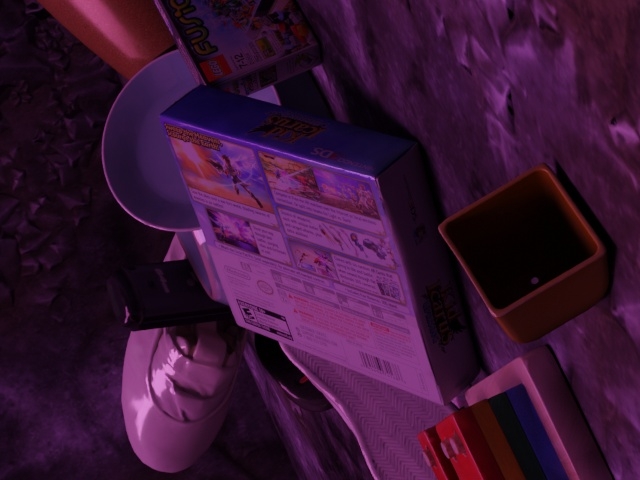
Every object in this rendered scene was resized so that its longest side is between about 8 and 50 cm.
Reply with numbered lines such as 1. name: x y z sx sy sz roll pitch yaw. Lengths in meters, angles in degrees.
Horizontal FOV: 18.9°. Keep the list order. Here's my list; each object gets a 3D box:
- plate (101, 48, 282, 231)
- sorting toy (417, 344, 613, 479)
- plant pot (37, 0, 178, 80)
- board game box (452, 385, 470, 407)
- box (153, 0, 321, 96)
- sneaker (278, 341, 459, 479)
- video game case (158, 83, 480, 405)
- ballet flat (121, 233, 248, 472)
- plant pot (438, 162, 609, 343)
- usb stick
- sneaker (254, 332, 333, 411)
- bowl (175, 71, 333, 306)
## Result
1. plate: -0.120 -0.096 1.840 0.188 0.188 0.024 62 -171 22
2. sorting toy: 0.169 0.231 1.517 0.257 0.089 0.255 117 128 -78
3. plant pot: -0.201 -0.288 1.941 0.254 0.237 0.237 59 170 10
4. board game box: 0.106 0.100 1.767 0.090 0.020 0.090 68 171 -17
5. box: -0.093 -0.226 1.792 0.036 0.114 0.207 83 161 -60
6. sneaker: 0.085 0.179 1.904 0.292 0.108 0.169 52 -175 22
7. video game case: 0.000 0.000 1.679 0.269 0.061 0.244 18 139 42
8. ballet flat: -0.128 0.076 2.176 0.139 0.139 0.400 -159 85 -77
9. plant pot: 0.136 0.018 1.225 0.081 0.081 0.083 60 -179 35
10. usb stick: -0.097 0.049 2.070 0.045 0.278 0.077 -49 56 48
11. sneaker: -0.021 0.095 2.300 0.136 0.116 0.314 54 -175 -47
12. bowl: -0.072 -0.051 1.961 0.311 0.163 0.312 157 90 -82
